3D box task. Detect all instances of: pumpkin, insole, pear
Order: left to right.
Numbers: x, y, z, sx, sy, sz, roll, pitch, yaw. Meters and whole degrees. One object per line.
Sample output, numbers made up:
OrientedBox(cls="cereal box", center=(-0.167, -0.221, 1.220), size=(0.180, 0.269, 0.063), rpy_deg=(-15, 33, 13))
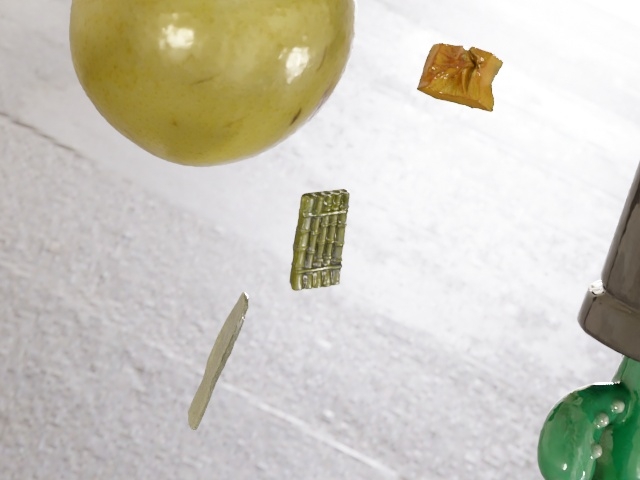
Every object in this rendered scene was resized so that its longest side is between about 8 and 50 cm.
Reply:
OrientedBox(cls="pear", center=(-0.129, -0.257, 1.587), size=(0.348, 0.348, 0.348), rpy_deg=(19, 25, -9))
OrientedBox(cls="insole", center=(-0.119, 0.138, 1.524), size=(0.010, 0.192, 0.063), rpy_deg=(17, 27, -15))
OrientedBox(cls="pumpkin", center=(0.164, -0.196, 1.561), size=(0.101, 0.073, 0.035), rpy_deg=(14, -13, 21))

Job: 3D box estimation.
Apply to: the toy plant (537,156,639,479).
OrientedBox(cls="toy plant", center=(0.318, 0.112, 1.215), size=(0.185, 0.400, 0.279), rpy_deg=(22, 20, 35))

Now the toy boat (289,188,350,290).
OrientedBox(cls="toy boat", center=(0.000, 0.000, 1.470), size=(0.063, 0.115, 0.016), rpy_deg=(-8, 28, -28))
